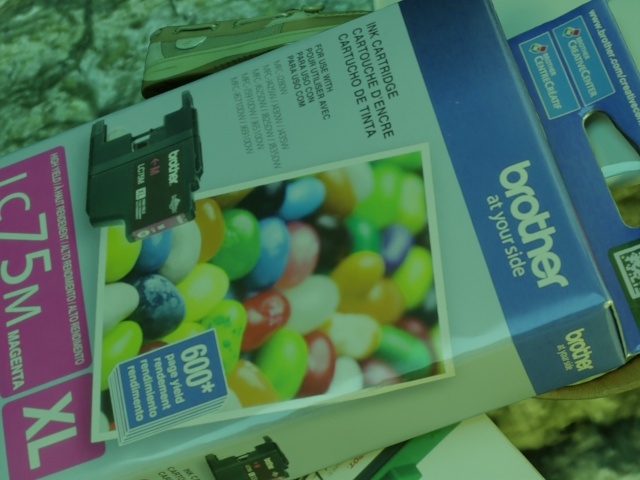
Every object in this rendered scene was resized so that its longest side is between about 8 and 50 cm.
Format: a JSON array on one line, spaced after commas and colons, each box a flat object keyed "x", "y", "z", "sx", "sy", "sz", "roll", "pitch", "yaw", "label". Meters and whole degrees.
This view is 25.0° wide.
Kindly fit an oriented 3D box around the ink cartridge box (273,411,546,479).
[{"x": 0.001, "y": 0.115, "z": 0.640, "sx": 0.160, "sy": 0.092, "sz": 0.219, "roll": -40, "pitch": 55, "yaw": -5, "label": "ink cartridge box"}]

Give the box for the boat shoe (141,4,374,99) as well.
[{"x": -0.029, "y": -0.109, "z": 0.805, "sx": 0.153, "sy": 0.056, "sz": 0.048, "roll": -11, "pitch": 63, "yaw": 24, "label": "boat shoe"}]

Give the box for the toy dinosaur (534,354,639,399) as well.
[{"x": 0.180, "y": 0.034, "z": 0.647, "sx": 0.211, "sy": 0.064, "sz": 0.112, "roll": -42, "pitch": 43, "yaw": -19, "label": "toy dinosaur"}]

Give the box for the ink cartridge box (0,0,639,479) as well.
[{"x": 0.000, "y": 0.000, "z": 0.617, "sx": 0.311, "sy": 0.065, "sz": 0.186, "roll": -19, "pitch": 55, "yaw": 6, "label": "ink cartridge box"}]

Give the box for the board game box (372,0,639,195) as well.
[{"x": 0.215, "y": -0.192, "z": 0.738, "sx": 0.389, "sy": 0.050, "sz": 0.390, "roll": -15, "pitch": 52, "yaw": 13, "label": "board game box"}]
